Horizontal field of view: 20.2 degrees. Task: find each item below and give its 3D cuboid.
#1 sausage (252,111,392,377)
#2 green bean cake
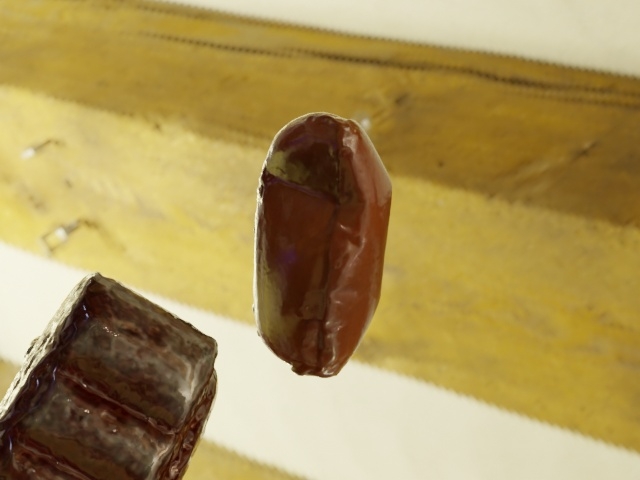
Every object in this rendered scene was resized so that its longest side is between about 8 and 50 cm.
[{"bbox_3d":[0.000,0.000,1.139,0.089,0.089,0.179,24,-64,37],"label":"sausage"},{"bbox_3d":[-0.135,0.127,0.924,0.097,0.198,0.232,30,-20,-8],"label":"green bean cake"}]
